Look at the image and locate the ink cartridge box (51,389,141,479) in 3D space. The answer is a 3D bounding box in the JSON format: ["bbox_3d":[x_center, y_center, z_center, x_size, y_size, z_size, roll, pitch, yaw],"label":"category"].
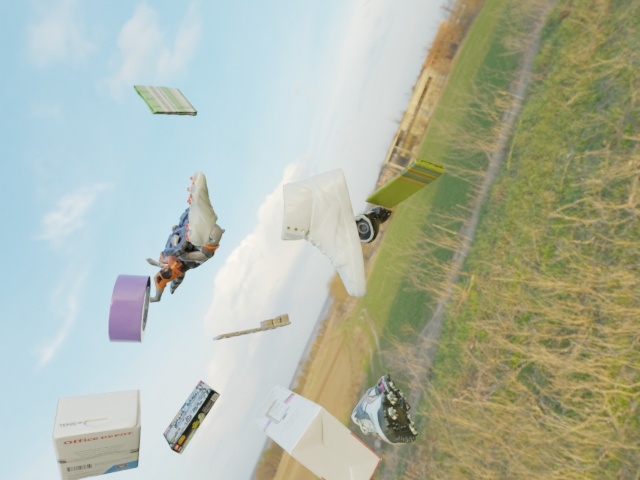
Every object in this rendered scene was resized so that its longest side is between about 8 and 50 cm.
[{"bbox_3d":[-0.451,0.401,0.832,0.085,0.148,0.203,-114,36,-44],"label":"ink cartridge box"}]

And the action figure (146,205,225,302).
[{"bbox_3d":[-0.463,0.033,1.401,0.330,0.178,0.341,-35,28,17],"label":"action figure"}]

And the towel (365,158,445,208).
[{"bbox_3d":[0.234,-0.158,1.151,0.237,0.102,0.021,-37,46,53],"label":"towel"}]

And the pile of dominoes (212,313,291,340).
[{"bbox_3d":[-0.231,0.285,1.337,0.196,0.251,0.040,-34,64,59],"label":"pile of dominoes"}]

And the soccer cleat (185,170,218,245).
[{"bbox_3d":[-0.293,-0.079,1.011,0.068,0.076,0.196,-131,47,-54],"label":"soccer cleat"}]

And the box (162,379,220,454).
[{"bbox_3d":[-0.283,0.381,0.886,0.094,0.027,0.137,-9,43,58],"label":"box"}]

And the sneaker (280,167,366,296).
[{"bbox_3d":[0.000,0.000,0.906,0.108,0.169,0.292,-167,63,-87],"label":"sneaker"}]

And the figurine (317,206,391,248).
[{"bbox_3d":[0.110,-0.048,1.316,0.209,0.215,0.092,-34,-72,-58],"label":"figurine"}]

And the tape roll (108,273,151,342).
[{"bbox_3d":[-0.527,0.189,1.127,0.189,0.080,0.188,-174,90,-73],"label":"tape roll"}]

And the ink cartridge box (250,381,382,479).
[{"bbox_3d":[-0.022,0.271,0.568,0.067,0.115,0.198,-51,14,-23],"label":"ink cartridge box"}]

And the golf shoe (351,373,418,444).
[{"bbox_3d":[0.130,0.379,0.860,0.120,0.105,0.273,-36,-10,3],"label":"golf shoe"}]

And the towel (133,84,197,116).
[{"bbox_3d":[-0.443,-0.400,1.165,0.023,0.113,0.152,-48,-14,34],"label":"towel"}]
